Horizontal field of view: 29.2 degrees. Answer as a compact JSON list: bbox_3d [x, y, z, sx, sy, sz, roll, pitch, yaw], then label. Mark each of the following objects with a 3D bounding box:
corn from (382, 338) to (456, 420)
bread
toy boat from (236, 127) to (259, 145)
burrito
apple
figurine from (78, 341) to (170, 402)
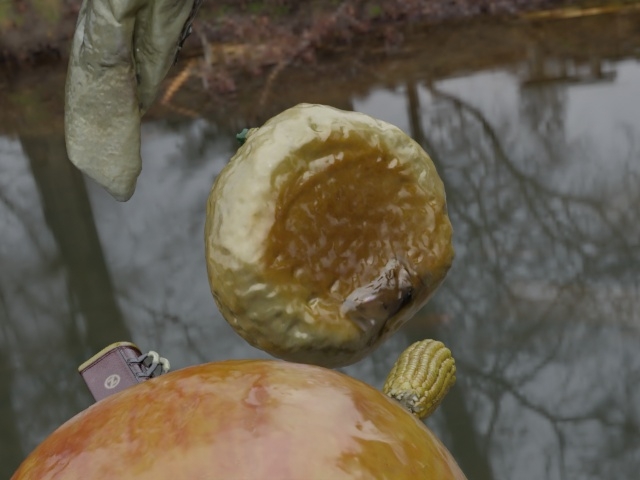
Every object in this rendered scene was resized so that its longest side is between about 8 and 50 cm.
[{"bbox_3d":[0.155,0.216,1.904,0.102,0.102,0.313,-6,3,11],"label":"corn"},{"bbox_3d":[0.000,0.000,1.099,0.244,0.244,0.134,-25,9,-32],"label":"bread"},{"bbox_3d":[-0.032,-0.119,1.858,0.229,0.088,0.089,32,75,15],"label":"toy boat"},{"bbox_3d":[-0.252,-0.228,1.568,0.135,0.332,0.190,10,29,-25],"label":"burrito"},{"bbox_3d":[-0.038,0.202,0.642,0.286,0.286,0.233,-9,15,2],"label":"apple"},{"bbox_3d":[-0.225,0.188,1.536,0.098,0.082,0.154,-45,42,-1],"label":"figurine"}]
